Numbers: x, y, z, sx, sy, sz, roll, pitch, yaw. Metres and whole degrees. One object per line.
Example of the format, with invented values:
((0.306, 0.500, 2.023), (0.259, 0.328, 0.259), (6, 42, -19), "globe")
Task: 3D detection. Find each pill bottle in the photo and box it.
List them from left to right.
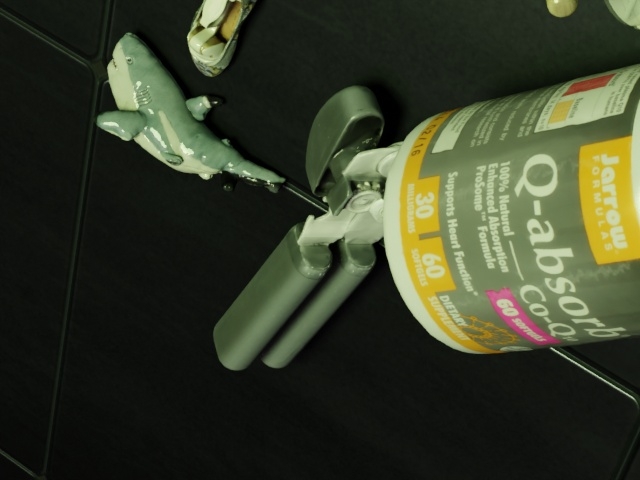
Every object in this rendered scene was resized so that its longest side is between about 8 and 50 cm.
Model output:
((0.186, -0.023, 1.078), (0.278, 0.162, 0.162), (-11, 110, 43), "pill bottle")

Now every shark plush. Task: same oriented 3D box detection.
((-0.100, -0.086, 1.351), (0.161, 0.073, 0.067), (38, 106, 19), "shark plush")

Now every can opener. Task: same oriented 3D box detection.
((0.000, 0.000, 1.327), (0.280, 0.074, 0.093), (-56, 44, 44), "can opener")

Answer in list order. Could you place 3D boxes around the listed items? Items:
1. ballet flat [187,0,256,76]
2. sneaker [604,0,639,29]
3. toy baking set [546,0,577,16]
((-0.076, -0.156, 1.292), (0.041, 0.041, 0.114), (41, 136, 10), "ballet flat")
((0.188, -0.258, 0.977), (0.122, 0.110, 0.283), (-10, 118, 30), "sneaker")
((0.103, -0.250, 0.986), (0.030, 0.256, 0.197), (-14, 132, 14), "toy baking set")
